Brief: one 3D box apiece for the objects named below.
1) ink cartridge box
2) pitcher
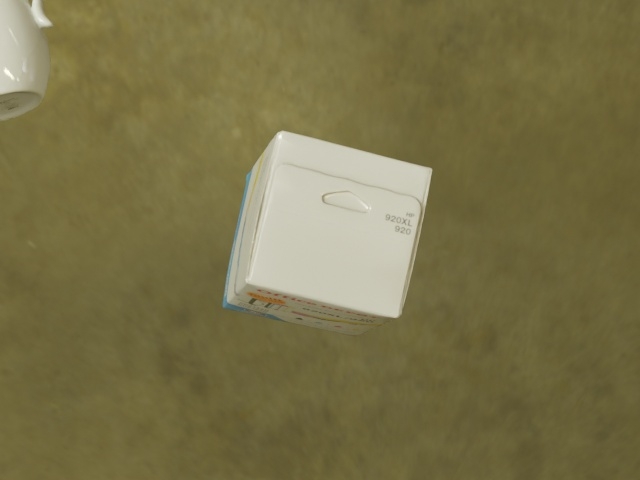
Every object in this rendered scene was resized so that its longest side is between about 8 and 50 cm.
[{"bbox_3d":[0.000,0.000,1.558,0.171,0.232,0.168,13,79,-8],"label":"ink cartridge box"},{"bbox_3d":[-0.344,-0.247,1.535,0.178,0.125,0.207,-21,78,14],"label":"pitcher"}]
